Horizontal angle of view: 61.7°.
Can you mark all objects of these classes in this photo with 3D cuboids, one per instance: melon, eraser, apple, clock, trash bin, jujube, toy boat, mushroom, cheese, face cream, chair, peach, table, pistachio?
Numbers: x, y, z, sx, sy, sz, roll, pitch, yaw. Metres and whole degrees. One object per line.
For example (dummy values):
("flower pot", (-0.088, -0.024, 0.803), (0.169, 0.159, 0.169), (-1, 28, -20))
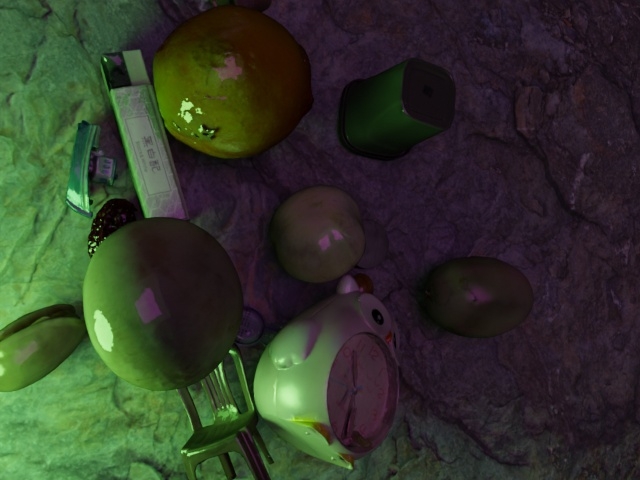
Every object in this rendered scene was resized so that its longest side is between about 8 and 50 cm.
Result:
("melon", (0.430, 0.154, 1.464), (0.317, 0.223, 0.222), (5, 82, -23))
("eraser", (-0.405, -0.223, 1.232), (0.097, 0.098, 0.403), (-17, 90, -23))
("apple", (0.098, 0.127, 1.411), (0.084, 0.084, 0.071), (-24, 67, -23))
("clock", (0.028, 0.300, 1.257), (0.368, 0.251, 0.376), (54, 51, -29))
("trash bin", (0.205, -0.348, 1.415), (0.219, 0.250, 0.219), (9, 81, -28))
("jujube", (-0.466, -0.016, 1.192), (0.104, 0.104, 0.165), (5, 70, -22))
("toy boat", (-0.503, -0.155, 1.192), (0.102, 0.088, 0.215), (9, 79, -25))
("mushroom", (0.000, 0.000, 1.327), (0.260, 0.254, 0.234), (-49, 147, -28))
("cheese", (-0.163, 0.218, 1.312), (0.191, 0.042, 0.105), (25, 76, -19))
("mushroom", (-0.339, 0.133, 1.124), (0.362, 0.295, 0.362), (29, 55, -53))
("face cream", (-0.205, -0.625, 1.330), (0.104, 0.149, 0.149), (-37, 98, -20))
("chair", (-0.221, 0.402, 1.181), (0.176, 0.183, 0.326), (-22, 93, 3))
("peach", (-0.193, -0.364, 1.226), (0.373, 0.289, 0.372), (3, 54, -4))
("table", (0.116, 0.010, 1.449), (0.134, 0.043, 0.133), (3, 83, -22))
("pistachio", (-0.587, 0.219, 1.095), (0.215, 0.144, 0.143), (-34, 97, -28))
